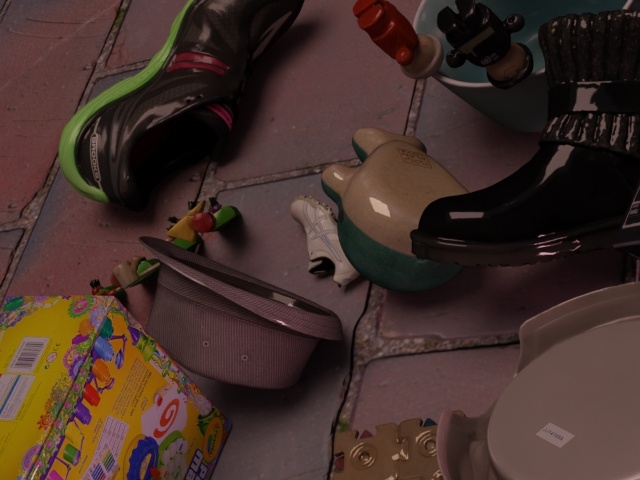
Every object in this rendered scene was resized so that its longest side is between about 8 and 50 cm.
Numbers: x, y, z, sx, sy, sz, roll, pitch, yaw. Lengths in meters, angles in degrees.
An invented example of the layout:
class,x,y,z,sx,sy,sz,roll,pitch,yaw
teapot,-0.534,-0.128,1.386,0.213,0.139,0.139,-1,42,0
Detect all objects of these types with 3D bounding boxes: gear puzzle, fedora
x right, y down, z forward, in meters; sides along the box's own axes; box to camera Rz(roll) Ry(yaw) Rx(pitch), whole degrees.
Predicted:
class,x,y,z,sx,sy,sz,roll,pitch,yaw
gear puzzle,0.091,0.341,1.407,0.175,0.044,0.339,-14,48,21
fedora,-0.115,0.103,1.641,0.244,0.275,0.124,-134,65,-84

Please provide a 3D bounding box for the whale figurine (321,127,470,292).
class,x,y,z,sx,sy,sz,roll,pitch,yaw
whale figurine,0.096,-0.039,1.681,0.272,0.216,0.141,-104,30,-56

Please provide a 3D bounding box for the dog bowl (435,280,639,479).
class,x,y,z,sx,sy,sz,roll,pitch,yaw
dog bowl,0.290,0.183,1.307,0.349,0.102,0.349,-23,26,12

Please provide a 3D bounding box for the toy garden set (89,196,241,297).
class,x,y,z,sx,sy,sz,roll,pitch,yaw
toy garden set,-0.228,0.014,1.831,0.244,0.049,0.204,-34,1,1

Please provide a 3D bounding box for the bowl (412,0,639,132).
class,x,y,z,sx,sy,sz,roll,pitch,yaw
bowl,0.290,-0.259,1.736,0.311,0.163,0.311,-18,44,19

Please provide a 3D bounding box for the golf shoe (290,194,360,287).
class,x,y,z,sx,sy,sz,roll,pitch,yaw
golf shoe,0.000,0.000,1.769,0.086,0.069,0.176,-49,41,-6

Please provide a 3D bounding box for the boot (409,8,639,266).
class,x,y,z,sx,sy,sz,roll,pitch,yaw
boot,0.257,-0.117,1.496,0.348,0.260,0.131,-9,8,-6

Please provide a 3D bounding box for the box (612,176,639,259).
class,x,y,z,sx,sy,sz,roll,pitch,yaw
box,0.454,-0.097,1.299,0.296,0.183,0.294,155,139,-84

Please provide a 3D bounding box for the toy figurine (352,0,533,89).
class,x,y,z,sx,sy,sz,roll,pitch,yaw
toy figurine,0.170,-0.293,1.592,0.213,0.148,0.209,10,74,44

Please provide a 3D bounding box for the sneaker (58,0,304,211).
class,x,y,z,sx,sy,sz,roll,pitch,yaw
sneaker,-0.177,-0.225,2.050,0.202,0.185,0.483,36,79,29

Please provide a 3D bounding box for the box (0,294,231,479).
class,x,y,z,sx,sy,sz,roll,pitch,yaw
box,-0.285,0.260,1.554,0.177,0.279,0.290,-2,51,33
